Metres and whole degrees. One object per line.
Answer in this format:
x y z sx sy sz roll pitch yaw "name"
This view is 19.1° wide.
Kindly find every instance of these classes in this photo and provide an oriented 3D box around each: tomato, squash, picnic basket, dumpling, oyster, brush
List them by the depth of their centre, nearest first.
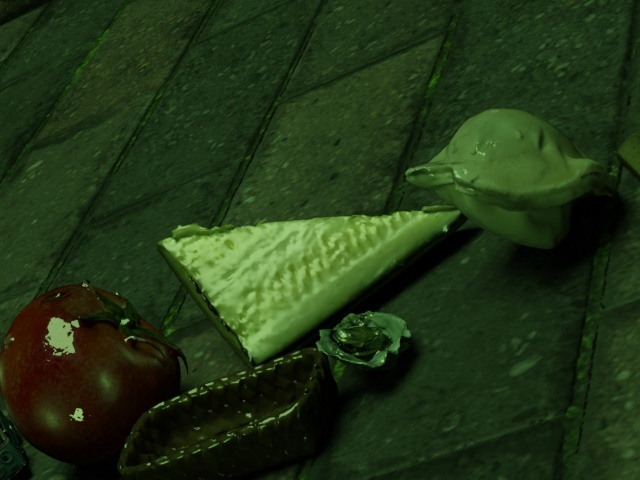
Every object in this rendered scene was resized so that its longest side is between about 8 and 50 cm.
0.297 -0.054 1.587 0.043 0.036 0.248 -27 22 1 "brush"
-0.074 0.159 1.603 0.193 0.055 0.110 -22 23 24 "picnic basket"
0.173 -0.050 1.610 0.199 0.118 0.136 -2 15 -27 "dumpling"
0.032 0.090 1.611 0.098 0.037 0.100 11 21 37 "oyster"
-0.210 0.128 1.734 0.167 0.167 0.167 -27 23 12 "tomato"
0.000 0.000 1.768 0.252 0.093 0.169 -36 67 -9 "squash"

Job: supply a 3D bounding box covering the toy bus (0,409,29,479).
-0.328 0.192 1.841 0.060 0.075 0.123 -34 22 -5 "toy bus"
